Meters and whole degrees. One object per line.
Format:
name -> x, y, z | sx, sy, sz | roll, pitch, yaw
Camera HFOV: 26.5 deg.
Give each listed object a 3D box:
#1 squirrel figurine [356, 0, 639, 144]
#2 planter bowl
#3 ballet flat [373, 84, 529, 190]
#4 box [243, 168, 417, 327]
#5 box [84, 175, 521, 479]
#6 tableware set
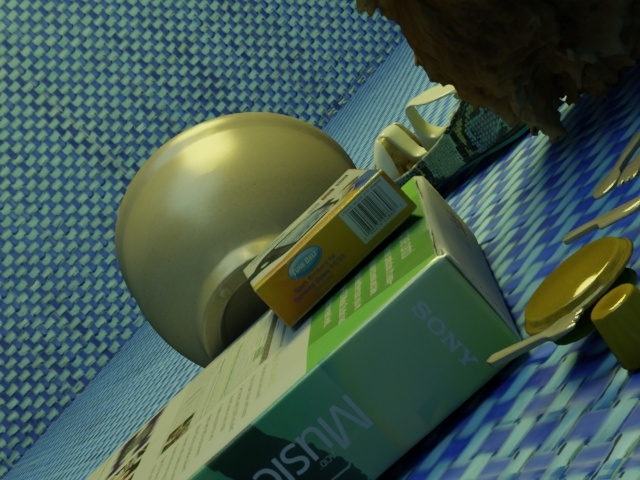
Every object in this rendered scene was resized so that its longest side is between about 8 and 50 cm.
squirrel figurine -> 0.113, -0.268, 0.789 | 0.397, 0.281, 0.370 | -68, -23, -7
planter bowl -> -0.033, 0.019, 0.809 | 0.162, 0.162, 0.109 | -45, 33, 10
ballet flat -> 0.075, -0.066, 0.946 | 0.188, 0.070, 0.070 | -40, 9, 46
box -> 0.000, 0.000, 0.677 | 0.081, 0.028, 0.136 | -44, 8, -3
box -> -0.048, 0.108, 0.650 | 0.322, 0.058, 0.232 | -44, 6, 9
tableware set -> 0.126, -0.010, 0.474 | 0.104, 0.024, 0.154 | -33, 13, 50
